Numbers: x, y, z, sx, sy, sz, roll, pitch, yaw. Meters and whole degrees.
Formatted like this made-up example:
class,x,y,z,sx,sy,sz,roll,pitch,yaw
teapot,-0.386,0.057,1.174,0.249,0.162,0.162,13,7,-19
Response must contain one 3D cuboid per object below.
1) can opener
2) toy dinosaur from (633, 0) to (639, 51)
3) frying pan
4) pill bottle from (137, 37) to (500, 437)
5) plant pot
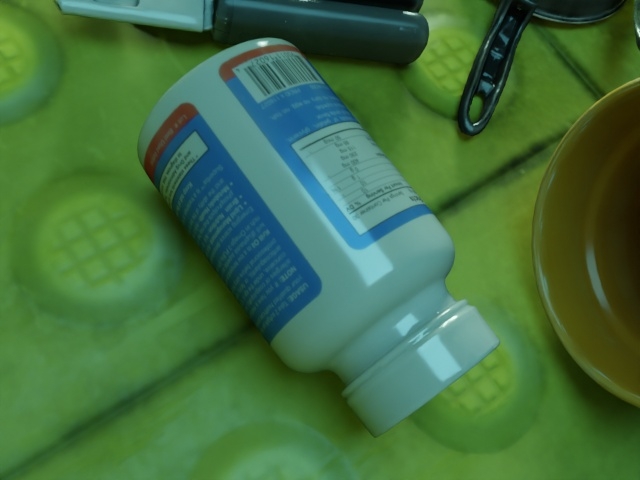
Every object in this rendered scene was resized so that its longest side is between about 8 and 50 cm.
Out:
class,x,y,z,sx,sy,sz,roll,pitch,yaw
can opener,-0.051,-0.189,0.542,0.283,0.095,0.076,3,65,-13
toy dinosaur,0.307,-0.230,0.655,0.118,0.064,0.268,24,62,-25
frying pan,0.160,-0.245,0.655,0.197,0.053,0.326,45,59,8
pill bottle,0.000,0.000,0.452,0.124,0.124,0.221,-31,77,-25
plant pot,0.280,0.000,0.496,0.188,0.205,0.205,-1,65,-32
